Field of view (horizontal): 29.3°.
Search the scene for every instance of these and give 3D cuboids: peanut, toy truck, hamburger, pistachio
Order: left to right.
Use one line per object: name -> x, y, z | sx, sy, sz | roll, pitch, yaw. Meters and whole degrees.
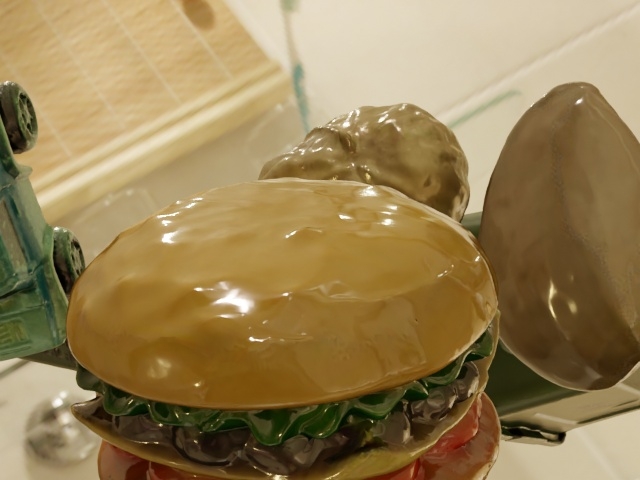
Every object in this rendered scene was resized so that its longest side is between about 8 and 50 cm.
toy truck -> -0.319, -0.019, 1.086 | 0.155, 0.156, 0.278 | -12, -65, 5
hamburger -> -0.011, 0.042, 0.438 | 0.162, 0.162, 0.115 | -21, -63, -36
peanut -> 0.005, -0.001, 1.092 | 0.174, 0.158, 0.340 | -31, -11, -36
pistachio -> 0.199, -0.003, 0.935 | 0.153, 0.237, 0.138 | 3, -13, -1

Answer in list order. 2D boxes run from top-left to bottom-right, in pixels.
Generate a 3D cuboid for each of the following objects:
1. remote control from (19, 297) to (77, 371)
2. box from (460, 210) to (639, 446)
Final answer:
remote control -> -0.357, 0.102, 1.531 | 0.038, 0.285, 0.123 | -47, -41, -45
box -> 0.262, 0.086, 1.361 | 0.178, 0.252, 0.329 | -18, -18, 22
